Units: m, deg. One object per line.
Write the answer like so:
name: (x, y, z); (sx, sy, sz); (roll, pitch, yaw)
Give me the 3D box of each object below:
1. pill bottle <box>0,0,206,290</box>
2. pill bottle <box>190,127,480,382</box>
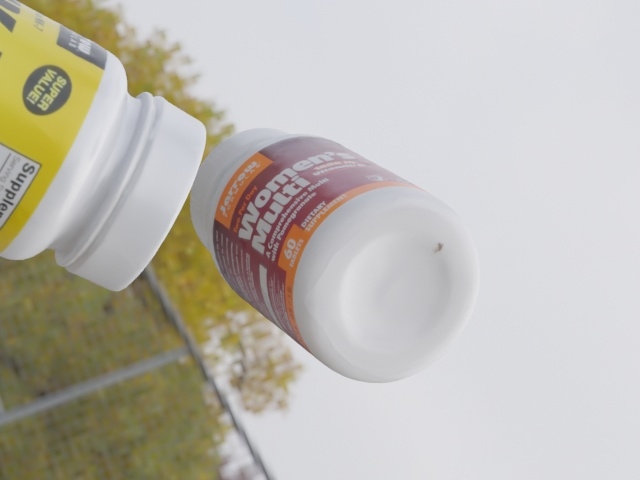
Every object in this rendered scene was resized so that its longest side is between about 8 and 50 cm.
pill bottle: (-0.171, -0.063, 0.874); (0.119, 0.208, 0.119); (-52, -160, 28)
pill bottle: (0.000, 0.000, 1.120); (0.221, 0.121, 0.121); (34, -40, 60)
